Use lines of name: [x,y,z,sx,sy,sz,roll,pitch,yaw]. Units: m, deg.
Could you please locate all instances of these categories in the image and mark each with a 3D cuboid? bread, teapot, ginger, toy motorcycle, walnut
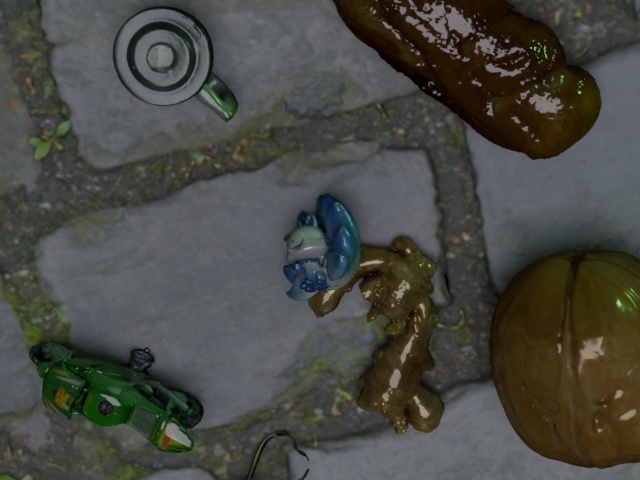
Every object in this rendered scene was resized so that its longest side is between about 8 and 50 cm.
bread: [0.116,-0.198,1.402,0.344,0.084,0.124,37,105,-10]
teapot: [-0.138,-0.163,1.417,0.092,0.091,0.124,-18,101,8]
ginger: [0.073,0.092,1.515,0.193,0.052,0.176,31,107,-7]
toy motorcycle: [-0.211,0.154,1.515,0.190,0.106,0.074,22,108,-4]
walnut: [0.264,0.115,1.455,0.193,0.193,0.225,-18,110,7]

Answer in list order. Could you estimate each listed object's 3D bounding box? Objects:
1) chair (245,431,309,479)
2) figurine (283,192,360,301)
chair: [0.016,0.376,1.572,0.160,0.170,0.325,-41,59,17]
figurine: [0.000,0.000,1.470,0.079,0.114,0.114,7,110,-24]
